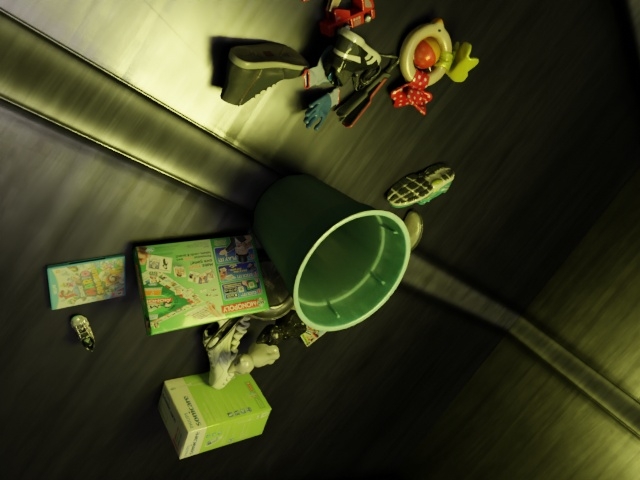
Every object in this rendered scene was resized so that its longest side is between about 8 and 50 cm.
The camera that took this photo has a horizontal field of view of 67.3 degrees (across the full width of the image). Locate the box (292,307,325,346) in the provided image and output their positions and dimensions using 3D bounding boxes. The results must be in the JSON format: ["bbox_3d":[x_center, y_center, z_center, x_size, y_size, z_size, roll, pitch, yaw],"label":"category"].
[{"bbox_3d":[-0.043,0.277,1.684,0.114,0.036,0.207,-37,137,-12],"label":"box"}]

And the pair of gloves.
[{"bbox_3d":[0.003,-0.374,1.195,0.159,0.023,0.198,-47,152,-37],"label":"pair of gloves"}]

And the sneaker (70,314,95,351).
[{"bbox_3d":[-0.578,0.233,1.183,0.038,0.069,0.098,-28,135,-21],"label":"sneaker"}]

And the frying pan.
[{"bbox_3d":[-0.206,0.150,1.349,0.325,0.197,0.053,-23,171,-27],"label":"frying pan"}]

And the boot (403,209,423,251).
[{"bbox_3d":[0.257,0.008,1.699,0.161,0.083,0.247,2,118,-34],"label":"boot"}]

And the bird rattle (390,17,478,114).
[{"bbox_3d":[0.291,-0.493,1.344,0.253,0.143,0.207,-32,126,2],"label":"bird rattle"}]

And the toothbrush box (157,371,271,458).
[{"bbox_3d":[-0.332,0.525,1.508,0.283,0.206,0.122,0,121,-40],"label":"toothbrush box"}]

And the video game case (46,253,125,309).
[{"bbox_3d":[-0.551,0.098,1.143,0.166,0.015,0.119,-10,127,-34],"label":"video game case"}]

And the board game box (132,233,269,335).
[{"bbox_3d":[-0.298,0.105,1.233,0.317,0.046,0.214,-7,80,-36],"label":"board game box"}]

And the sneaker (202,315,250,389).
[{"bbox_3d":[-0.307,0.318,1.459,0.118,0.110,0.293,6,109,-34],"label":"sneaker"}]

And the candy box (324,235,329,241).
[{"bbox_3d":[0.055,-0.025,1.509,0.109,0.053,0.187,28,96,-48],"label":"candy box"}]

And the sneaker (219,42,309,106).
[{"bbox_3d":[-0.131,-0.376,1.097,0.221,0.083,0.118,-17,153,-42],"label":"sneaker"}]

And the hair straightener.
[{"bbox_3d":[0.125,-0.414,1.285,0.230,0.047,0.089,-47,139,-1],"label":"hair straightener"}]

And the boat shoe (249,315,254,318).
[{"bbox_3d":[-0.117,0.168,1.495,0.102,0.093,0.285,-27,169,39],"label":"boat shoe"}]

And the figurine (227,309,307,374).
[{"bbox_3d":[-0.164,0.308,1.422,0.215,0.092,0.209,-46,167,14],"label":"figurine"}]

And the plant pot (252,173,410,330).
[{"bbox_3d":[0.000,0.000,1.275,0.340,0.334,0.342,-19,129,-25],"label":"plant pot"}]

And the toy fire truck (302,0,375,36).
[{"bbox_3d":[0.037,-0.550,1.109,0.192,0.047,0.135,-31,136,-17],"label":"toy fire truck"}]

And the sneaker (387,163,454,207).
[{"bbox_3d":[0.344,-0.162,1.625,0.275,0.107,0.110,-23,142,-25],"label":"sneaker"}]

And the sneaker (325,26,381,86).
[{"bbox_3d":[0.070,-0.430,1.177,0.121,0.079,0.216,-58,163,17],"label":"sneaker"}]
